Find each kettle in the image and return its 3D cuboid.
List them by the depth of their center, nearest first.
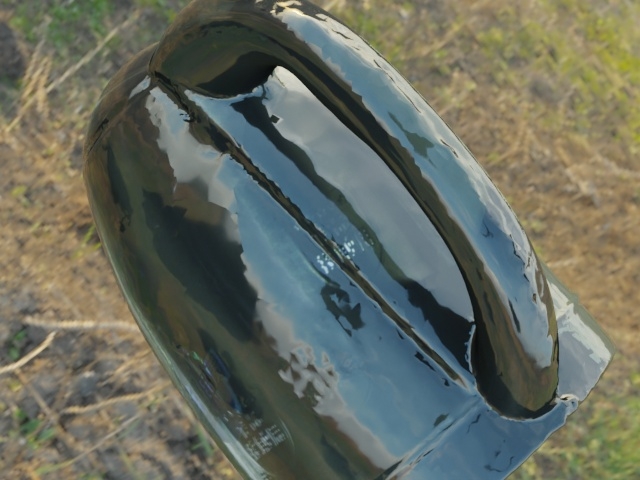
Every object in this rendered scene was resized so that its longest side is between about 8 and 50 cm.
[{"bbox_3d":[0.000,0.000,0.744,0.228,0.321,0.324,-39,85,-24],"label":"kettle"}]
